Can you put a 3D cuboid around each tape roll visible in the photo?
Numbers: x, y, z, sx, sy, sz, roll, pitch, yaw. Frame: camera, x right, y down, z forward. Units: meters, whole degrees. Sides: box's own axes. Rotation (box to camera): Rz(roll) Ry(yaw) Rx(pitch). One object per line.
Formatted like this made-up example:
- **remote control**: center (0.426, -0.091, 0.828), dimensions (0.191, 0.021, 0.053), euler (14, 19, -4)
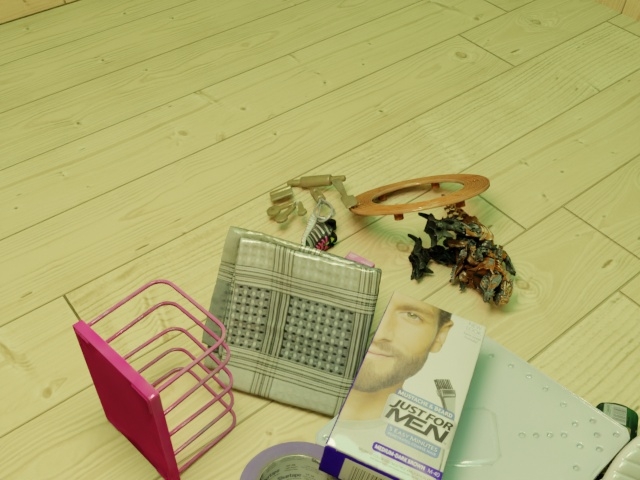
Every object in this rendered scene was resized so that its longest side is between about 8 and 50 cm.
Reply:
- **tape roll**: center (-0.040, 0.431, 1.093), dimensions (0.189, 0.080, 0.189), euler (-1, 29, 0)

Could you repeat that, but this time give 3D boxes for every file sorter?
- **file sorter**: center (-0.271, 0.243, 1.161), dimensions (0.202, 0.291, 0.182), euler (34, 53, 27)

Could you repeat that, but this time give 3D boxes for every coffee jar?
- **coffee jar**: center (0.511, 0.387, 1.164), dimensions (0.079, 0.096, 0.184), euler (15, 49, 16)

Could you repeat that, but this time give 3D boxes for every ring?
- **ring**: center (0.231, -0.103, 1.558), dimensions (0.336, 0.032, 0.336), euler (-10, 14, 3)

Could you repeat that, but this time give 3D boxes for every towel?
- **towel**: center (-0.067, 0.158, 1.256), dimensions (0.324, 0.312, 0.056), euler (15, 14, 15)

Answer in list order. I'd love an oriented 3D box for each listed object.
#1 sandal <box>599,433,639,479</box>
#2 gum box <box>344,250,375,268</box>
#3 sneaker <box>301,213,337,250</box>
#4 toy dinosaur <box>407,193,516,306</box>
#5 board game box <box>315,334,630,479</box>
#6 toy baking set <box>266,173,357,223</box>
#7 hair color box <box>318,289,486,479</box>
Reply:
- **sandal**: center (0.476, 0.438, 1.029), dimensions (0.169, 0.102, 0.416), euler (40, 87, 2)
- **gum box**: center (0.054, 0.121, 1.342), dimensions (0.062, 0.188, 0.107), euler (27, 52, 25)
- **sneaker**: center (0.000, 0.000, 1.541), dimensions (0.075, 0.063, 0.170), euler (3, 42, 11)
- **toy dinosaur**: center (0.322, 0.020, 1.503), dimensions (0.218, 0.164, 0.322), euler (3, 23, -16)
- **board game box**: center (0.255, 0.355, 1.158), dimensions (0.390, 0.050, 0.390), euler (-35, 45, -22)
- **toy baking set**: center (-0.017, -0.101, 1.613), dimensions (0.256, 0.030, 0.197), euler (-5, 37, 21)
- **hair color box**: center (0.148, 0.265, 1.133), dimensions (0.185, 0.110, 0.339), euler (22, 48, 9)
